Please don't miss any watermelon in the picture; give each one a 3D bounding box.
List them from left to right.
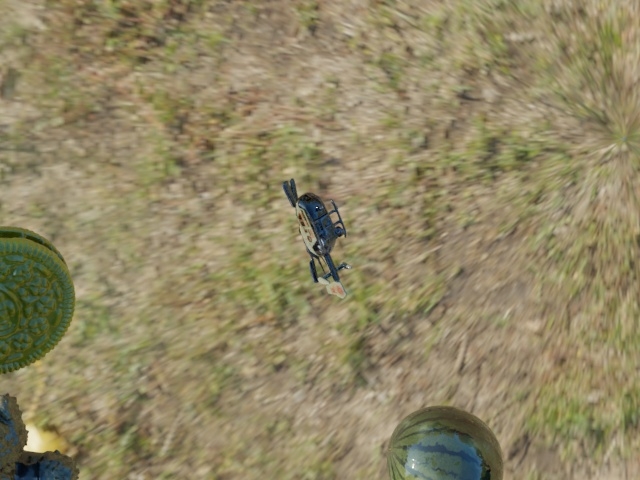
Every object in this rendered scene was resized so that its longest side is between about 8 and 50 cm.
[{"bbox_3d":[0.125,0.209,1.552,0.133,0.105,0.105,25,98,-15],"label":"watermelon"}]

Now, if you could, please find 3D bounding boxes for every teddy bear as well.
[{"bbox_3d":[-0.314,0.232,1.519,0.182,0.129,0.251,-18,130,-25],"label":"teddy bear"}]

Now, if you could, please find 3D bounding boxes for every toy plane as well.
[{"bbox_3d":[0.000,0.000,1.538,0.031,0.049,0.121,-32,108,-30],"label":"toy plane"}]

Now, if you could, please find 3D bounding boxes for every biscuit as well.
[{"bbox_3d":[-0.170,0.032,0.883,0.084,0.023,0.084,-12,125,-17],"label":"biscuit"}]
